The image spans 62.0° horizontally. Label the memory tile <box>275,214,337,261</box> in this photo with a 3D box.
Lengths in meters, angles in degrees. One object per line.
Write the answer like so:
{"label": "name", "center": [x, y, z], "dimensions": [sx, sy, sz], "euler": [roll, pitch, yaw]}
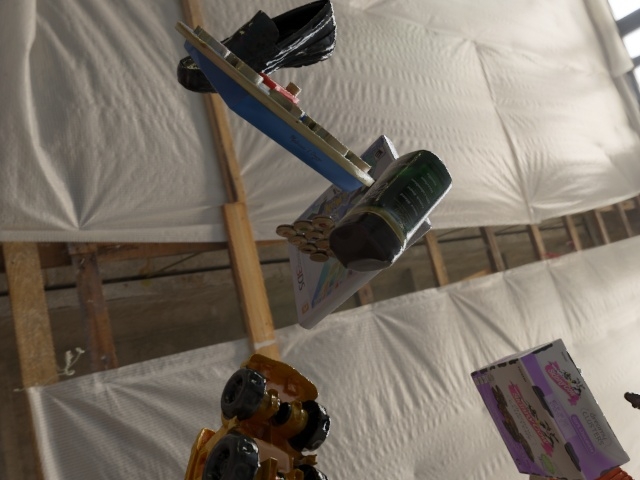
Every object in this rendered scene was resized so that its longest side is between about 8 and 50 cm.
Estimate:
{"label": "memory tile", "center": [0.000, 0.000, 0.941], "dimensions": [0.148, 0.113, 0.012], "euler": [38, -132, -50]}

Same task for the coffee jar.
{"label": "coffee jar", "center": [0.093, -0.038, 0.706], "dimensions": [0.079, 0.096, 0.184], "euler": [52, -125, -15]}

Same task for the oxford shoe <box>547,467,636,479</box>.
{"label": "oxford shoe", "center": [0.477, 0.484, 0.831], "dimensions": [0.130, 0.132, 0.363], "euler": [-24, -128, -13]}

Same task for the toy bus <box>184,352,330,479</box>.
{"label": "toy bus", "center": [-0.104, 0.291, 0.691], "dimensions": [0.149, 0.211, 0.220], "euler": [35, -145, -27]}

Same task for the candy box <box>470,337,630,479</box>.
{"label": "candy box", "center": [0.307, 0.240, 0.750], "dimensions": [0.070, 0.196, 0.165], "euler": [-21, -108, -11]}

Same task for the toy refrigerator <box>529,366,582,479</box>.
{"label": "toy refrigerator", "center": [0.479, 0.362, 1.068], "dimensions": [0.269, 0.094, 0.102], "euler": [-43, -43, -60]}

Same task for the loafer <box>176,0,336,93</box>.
{"label": "loafer", "center": [-0.077, -0.246, 0.665], "dimensions": [0.223, 0.078, 0.076], "euler": [-27, -127, -23]}

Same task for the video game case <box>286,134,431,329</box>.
{"label": "video game case", "center": [0.054, -0.024, 1.093], "dimensions": [0.036, 0.329, 0.300], "euler": [31, -151, -32]}

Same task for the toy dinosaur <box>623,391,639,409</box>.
{"label": "toy dinosaur", "center": [0.402, 0.228, 0.532], "dimensions": [0.112, 0.064, 0.211], "euler": [52, -170, -48]}

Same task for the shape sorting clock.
{"label": "shape sorting clock", "center": [-0.033, -0.116, 0.454], "dimensions": [0.206, 0.040, 0.206], "euler": [40, -168, -11]}
